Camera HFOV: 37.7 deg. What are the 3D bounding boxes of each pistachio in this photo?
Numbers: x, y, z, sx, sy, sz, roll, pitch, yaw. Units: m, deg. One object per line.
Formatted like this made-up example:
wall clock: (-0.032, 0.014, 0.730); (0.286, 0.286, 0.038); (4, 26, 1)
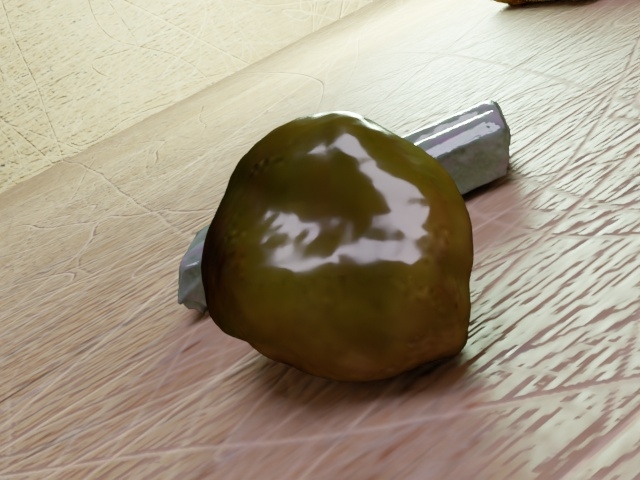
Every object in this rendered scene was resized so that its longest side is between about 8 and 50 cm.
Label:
pistachio: (0.001, -0.003, 0.418); (0.100, 0.110, 0.189); (4, 8, -15)

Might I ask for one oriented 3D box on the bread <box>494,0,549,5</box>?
bread: (0.292, -0.376, 1.104); (0.195, 0.149, 0.344); (-27, 16, -5)

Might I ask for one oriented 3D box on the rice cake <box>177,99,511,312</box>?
rice cake: (0.016, -0.024, 0.581); (0.226, 0.040, 0.085); (-24, 15, 6)
